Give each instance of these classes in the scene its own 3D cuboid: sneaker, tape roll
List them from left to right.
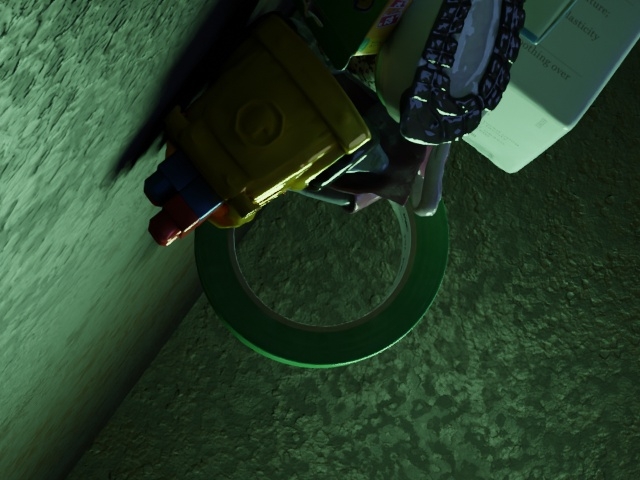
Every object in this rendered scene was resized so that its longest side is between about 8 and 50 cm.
[{"bbox_3d":[0.000,0.000,1.807,0.321,0.321,0.077,-53,179,-10],"label":"tape roll"},{"bbox_3d":[0.081,-0.293,1.131,0.158,0.182,0.410,-4,114,-51],"label":"sneaker"}]

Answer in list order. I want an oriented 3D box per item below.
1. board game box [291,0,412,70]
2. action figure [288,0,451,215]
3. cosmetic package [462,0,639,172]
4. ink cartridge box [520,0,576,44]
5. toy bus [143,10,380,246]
[{"bbox_3d":[0.052,-0.255,1.051,0.039,0.124,0.259,-7,146,-41],"label":"board game box"},{"bbox_3d":[0.088,-0.145,1.612,0.370,0.276,0.248,21,87,-67],"label":"action figure"},{"bbox_3d":[0.266,-0.354,1.845,0.394,0.329,0.327,-53,179,-8],"label":"cosmetic package"},{"bbox_3d":[0.199,-0.360,1.344,0.307,0.223,0.129,-53,180,-44],"label":"ink cartridge box"},{"bbox_3d":[-0.073,-0.076,1.267,0.211,0.149,0.220,-40,-179,-6],"label":"toy bus"}]
